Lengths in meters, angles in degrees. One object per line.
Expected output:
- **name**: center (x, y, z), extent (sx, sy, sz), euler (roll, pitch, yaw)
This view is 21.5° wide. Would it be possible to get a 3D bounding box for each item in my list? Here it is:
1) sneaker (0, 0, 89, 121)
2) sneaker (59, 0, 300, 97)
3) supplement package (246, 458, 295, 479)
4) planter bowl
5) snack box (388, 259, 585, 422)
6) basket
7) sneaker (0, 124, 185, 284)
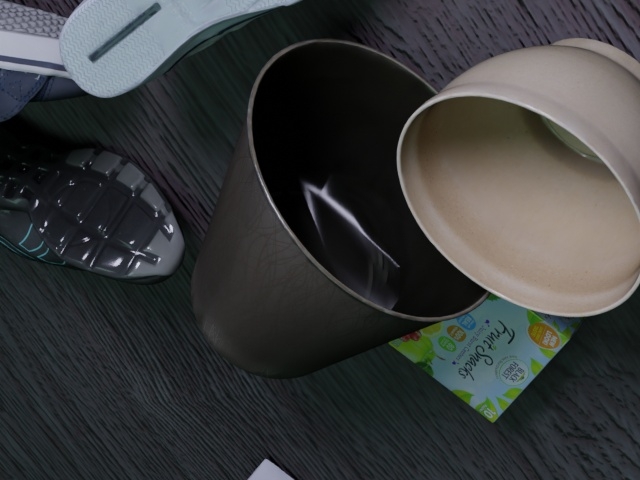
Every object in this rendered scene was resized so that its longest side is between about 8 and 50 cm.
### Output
- **sneaker**: center (-0.312, -0.121, 1.220), extent (0.321, 0.126, 0.127), euler (8, 106, -14)
- **sneaker**: center (-0.059, -0.181, 1.065), extent (0.258, 0.091, 0.094), euler (-25, 106, 31)
- **supplement package**: center (-0.062, 0.303, 1.590), extent (0.105, 0.105, 0.179), euler (38, 146, 5)
- **planter bowl**: center (0.140, -0.051, 0.991), extent (0.162, 0.109, 0.162), euler (26, 144, 21)
- **snack box**: center (0.118, 0.061, 1.203), extent (0.100, 0.037, 0.141), euler (36, 146, 5)
- **basket**: center (0.000, 0.000, 1.156), extent (0.204, 0.154, 0.227), euler (55, 151, 7)
- **sneaker**: center (-0.213, -0.026, 1.400), extent (0.267, 0.101, 0.106), euler (25, 161, 28)
